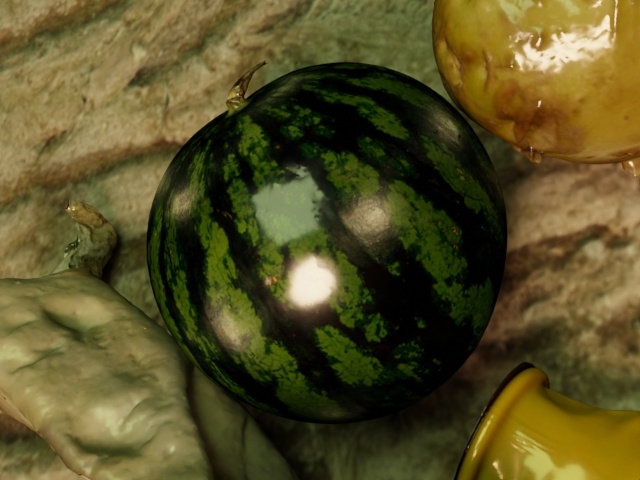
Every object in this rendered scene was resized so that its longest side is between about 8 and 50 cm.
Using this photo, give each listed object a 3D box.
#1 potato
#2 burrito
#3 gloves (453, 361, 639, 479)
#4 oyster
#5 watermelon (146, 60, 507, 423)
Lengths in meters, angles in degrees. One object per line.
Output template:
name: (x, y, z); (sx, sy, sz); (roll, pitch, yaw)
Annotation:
potato: (0.173, -0.194, 0.878); (0.196, 0.246, 0.300); (-18, 53, 16)
burrito: (-0.130, 0.148, 0.906); (0.332, 0.190, 0.135); (35, 73, 33)
gloves: (0.236, 0.192, 0.750); (0.294, 0.116, 0.133); (24, 106, 26)
oyster: (-0.234, 0.073, 1.079); (0.106, 0.061, 0.200); (36, 97, 48)
watermelon: (0.003, 0.004, 0.865); (0.269, 0.269, 0.269); (-12, 61, 23)
